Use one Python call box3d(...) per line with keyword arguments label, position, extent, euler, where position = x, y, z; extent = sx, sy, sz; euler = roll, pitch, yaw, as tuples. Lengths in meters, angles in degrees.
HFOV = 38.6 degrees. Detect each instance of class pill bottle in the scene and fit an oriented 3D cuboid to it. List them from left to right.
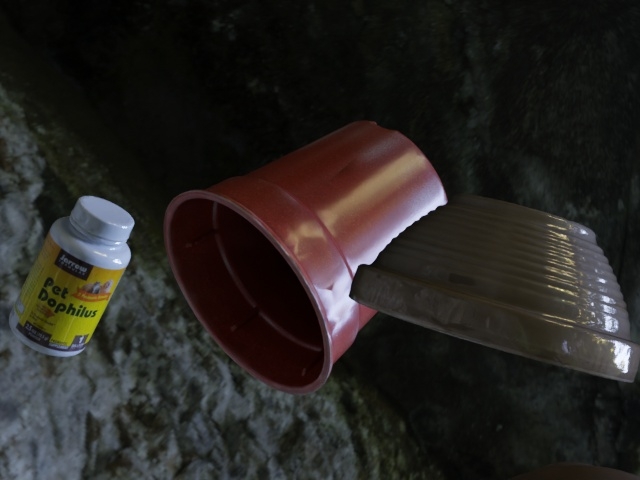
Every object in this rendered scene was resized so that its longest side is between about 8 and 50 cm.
box3d(label="pill bottle", position=(-0.344, 0.048, 1.285), extent=(0.117, 0.117, 0.215), euler=(31, -74, 7))

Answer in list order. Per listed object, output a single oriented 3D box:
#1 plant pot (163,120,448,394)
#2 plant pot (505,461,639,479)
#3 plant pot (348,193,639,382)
box3d(label="plant pot", position=(0.000, 0.000, 1.109), extent=(0.272, 0.265, 0.272), euler=(32, -39, 30))
box3d(label="plant pot", position=(0.235, 0.313, 0.841), extent=(0.263, 0.229, 0.263), euler=(1, -86, 12))
box3d(label="plant pot", position=(0.149, 0.029, 0.745), extent=(0.237, 0.237, 0.110), euler=(15, -91, 12))
